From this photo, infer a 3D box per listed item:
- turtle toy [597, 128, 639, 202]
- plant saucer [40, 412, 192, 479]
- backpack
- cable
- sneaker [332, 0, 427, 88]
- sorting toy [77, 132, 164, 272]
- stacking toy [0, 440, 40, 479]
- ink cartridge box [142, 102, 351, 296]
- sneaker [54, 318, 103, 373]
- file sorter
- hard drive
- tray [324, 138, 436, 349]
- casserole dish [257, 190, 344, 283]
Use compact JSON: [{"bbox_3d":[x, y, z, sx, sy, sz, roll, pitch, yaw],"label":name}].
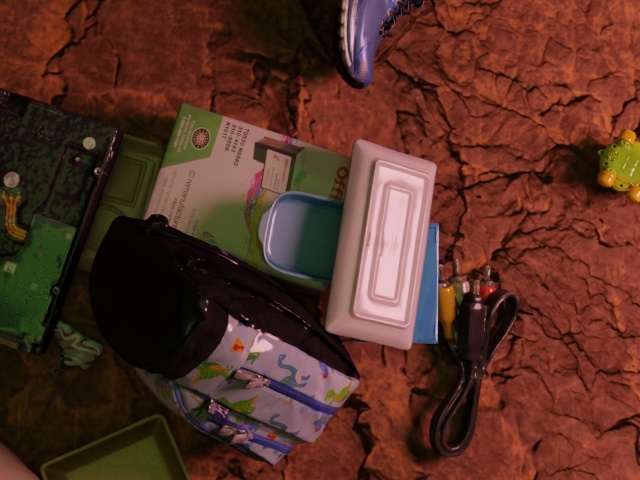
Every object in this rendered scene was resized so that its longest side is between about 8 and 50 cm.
[{"bbox_3d":[0.475,-0.102,1.711,0.130,0.066,0.095,29,84,-2],"label":"turtle toy"},{"bbox_3d":[-0.273,0.365,1.603,0.188,0.045,0.188,-23,86,-7],"label":"plant saucer"},{"bbox_3d":[-0.115,0.145,1.511,0.355,0.290,0.273,16,102,-39],"label":"backpack"},{"bbox_3d":[0.218,0.173,1.676,0.139,0.072,0.287,3,96,-30],"label":"cable"},{"bbox_3d":[0.108,-0.380,1.682,0.147,0.130,0.330,16,82,0],"label":"sneaker"},{"bbox_3d":[-0.345,-0.063,1.655,0.193,0.038,0.208,15,87,-3],"label":"sorting toy"},{"bbox_3d":[-0.594,0.483,1.467,0.480,0.350,0.350,-30,87,8],"label":"stacking toy"},{"bbox_3d":[-0.097,-0.055,1.631,0.278,0.117,0.201,17,82,-4],"label":"ink cartridge box"},{"bbox_3d":[-0.368,0.156,1.623,0.098,0.038,0.069,31,81,0],"label":"sneaker"},{"bbox_3d":[0.103,0.064,1.641,0.118,0.104,0.170,2,84,-5],"label":"file sorter"},{"bbox_3d":[-0.443,-0.034,1.587,0.237,0.064,0.339,18,86,0],"label":"hard drive"},{"bbox_3d":[0.091,0.005,1.546,0.145,0.030,0.270,15,78,-29],"label":"tray"},{"bbox_3d":[0.000,0.000,1.551,0.188,0.037,0.114,13,83,-19],"label":"casserole dish"}]
